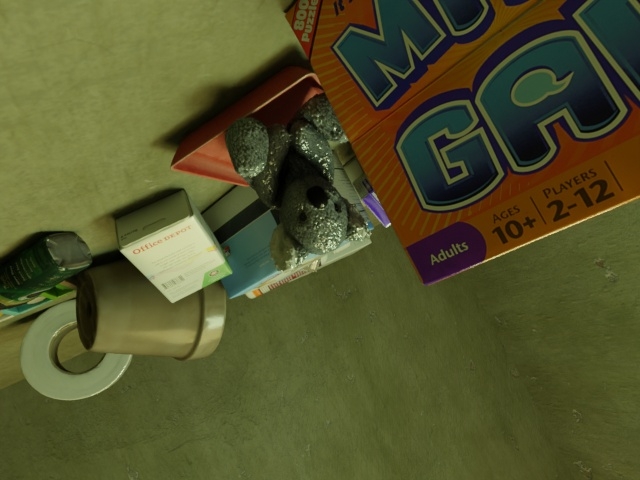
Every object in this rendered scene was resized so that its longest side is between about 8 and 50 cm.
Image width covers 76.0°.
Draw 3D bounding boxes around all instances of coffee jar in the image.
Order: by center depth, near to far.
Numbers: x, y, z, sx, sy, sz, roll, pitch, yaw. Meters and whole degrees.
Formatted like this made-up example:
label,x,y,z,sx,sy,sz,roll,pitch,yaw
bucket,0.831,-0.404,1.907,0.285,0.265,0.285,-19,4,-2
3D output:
label,x,y,z,sx,sy,sz,roll,pitch,yaw
coffee jar,-0.529,0.058,0.761,0.184,0.079,0.096,-28,180,12

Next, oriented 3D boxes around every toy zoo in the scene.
label,x,y,z,sx,sy,sz,roll,pitch,yaw
toy zoo,-0.718,0.145,0.916,0.293,0.030,0.192,-24,173,-19

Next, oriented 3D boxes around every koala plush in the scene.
label,x,y,z,sx,sy,sz,roll,pitch,yaw
koala plush,-0.025,-0.074,0.649,0.196,0.221,0.203,-24,173,-17

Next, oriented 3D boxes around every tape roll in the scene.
label,x,y,z,sx,sy,sz,roll,pitch,yaw
tape roll,-0.705,0.319,1.211,0.286,0.286,0.100,-23,172,-27

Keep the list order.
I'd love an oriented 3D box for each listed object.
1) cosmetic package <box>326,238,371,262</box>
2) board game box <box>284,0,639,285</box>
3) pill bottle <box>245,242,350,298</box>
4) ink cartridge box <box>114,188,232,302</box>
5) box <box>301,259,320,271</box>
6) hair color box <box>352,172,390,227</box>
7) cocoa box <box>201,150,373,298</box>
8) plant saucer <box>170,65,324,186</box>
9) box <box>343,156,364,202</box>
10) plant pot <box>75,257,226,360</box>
label,x,y,z,sx,sy,sz,roll,pitch,yaw
cosmetic package,0.000,0.000,1.727,0.384,0.217,0.156,-20,171,-33
board game box,0.255,-0.209,0.492,0.356,0.356,0.356,-31,172,36
pill bottle,-0.112,0.020,1.417,0.392,0.224,0.224,-25,173,-6
ink cartridge box,-0.304,0.017,0.869,0.154,0.093,0.212,-26,144,-6
box,-0.067,-0.014,1.251,0.175,0.051,0.220,6,114,-24
hair color box,0.248,-0.201,1.035,0.338,0.110,0.185,-39,-162,11
cocoa box,-0.093,-0.039,1.021,0.347,0.228,0.231,-31,172,32
plant saucer,-0.090,-0.186,0.699,0.258,0.048,0.259,-28,174,16
box,0.189,-0.198,1.313,0.311,0.121,0.148,-20,171,-43
plant pot,-0.443,0.164,1.045,0.280,0.323,0.323,-1,157,-44
